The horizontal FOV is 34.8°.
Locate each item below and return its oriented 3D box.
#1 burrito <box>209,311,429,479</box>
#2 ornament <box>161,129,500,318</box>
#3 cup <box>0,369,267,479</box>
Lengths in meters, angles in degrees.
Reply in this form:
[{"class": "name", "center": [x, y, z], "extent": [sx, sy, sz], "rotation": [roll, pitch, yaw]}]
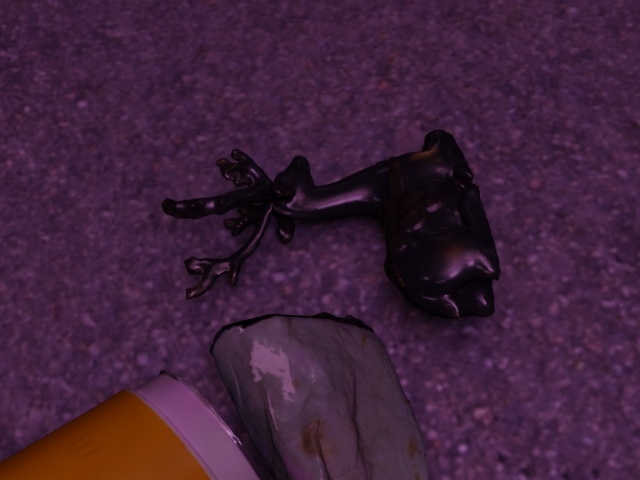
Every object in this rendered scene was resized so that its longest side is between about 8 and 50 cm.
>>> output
[{"class": "burrito", "center": [0.019, 0.155, 0.670], "extent": [0.144, 0.089, 0.228], "rotation": [8, 47, -41]}, {"class": "ornament", "center": [0.000, 0.000, 0.765], "extent": [0.236, 0.080, 0.202], "rotation": [-6, 40, -2]}, {"class": "cup", "center": [-0.169, 0.212, 0.620], "extent": [0.280, 0.196, 0.196], "rotation": [-36, 61, -22]}]
